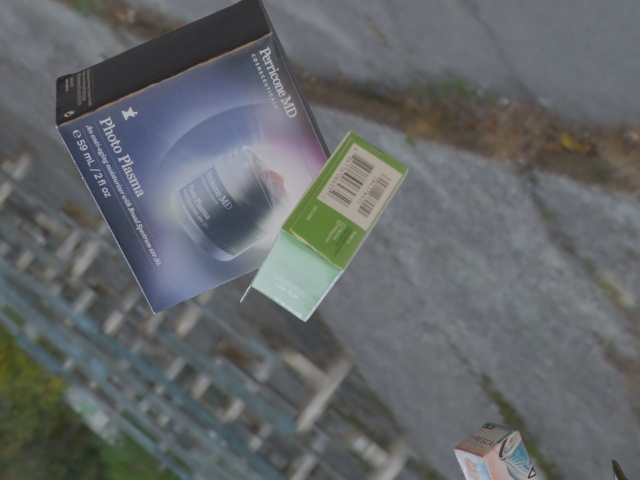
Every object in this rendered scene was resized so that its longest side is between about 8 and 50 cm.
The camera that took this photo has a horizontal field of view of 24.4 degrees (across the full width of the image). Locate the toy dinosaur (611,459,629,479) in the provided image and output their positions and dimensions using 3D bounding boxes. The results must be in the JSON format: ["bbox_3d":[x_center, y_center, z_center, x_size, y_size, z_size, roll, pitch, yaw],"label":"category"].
[{"bbox_3d":[0.410,0.328,1.446,0.313,0.160,0.121,55,-173,36],"label":"toy dinosaur"}]

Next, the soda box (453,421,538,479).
[{"bbox_3d":[0.226,0.309,1.750,0.058,0.063,0.183,8,127,56],"label":"soda box"}]

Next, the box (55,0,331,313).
[{"bbox_3d":[-0.148,-0.113,1.908,0.182,0.294,0.296,-112,-3,-63],"label":"box"}]

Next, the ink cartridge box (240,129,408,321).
[{"bbox_3d":[0.000,0.000,1.262,0.062,0.109,0.209,34,157,1],"label":"ink cartridge box"}]
